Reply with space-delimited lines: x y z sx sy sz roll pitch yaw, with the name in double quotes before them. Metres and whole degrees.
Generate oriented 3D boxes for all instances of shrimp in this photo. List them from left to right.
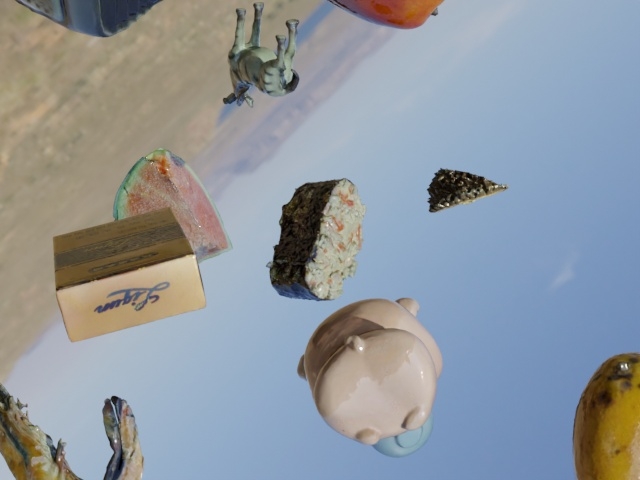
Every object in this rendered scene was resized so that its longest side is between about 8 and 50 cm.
"shrimp" -0.282 0.209 1.320 0.152 0.219 0.046 -42 165 4

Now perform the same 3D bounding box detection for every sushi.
"sushi" 0.000 0.000 1.428 0.078 0.090 0.150 -1 -121 37

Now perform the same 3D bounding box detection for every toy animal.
"toy animal" -0.091 -0.261 1.845 0.074 0.175 0.217 -14 -150 -27
"toy animal" 0.069 0.189 1.737 0.210 0.229 0.221 -26 158 4

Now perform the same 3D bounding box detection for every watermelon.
"watermelon" -0.256 -0.039 1.938 0.146 0.231 0.128 -24 -156 13

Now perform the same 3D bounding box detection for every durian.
"durian" 0.168 -0.053 1.460 0.130 0.066 0.052 -14 -128 55

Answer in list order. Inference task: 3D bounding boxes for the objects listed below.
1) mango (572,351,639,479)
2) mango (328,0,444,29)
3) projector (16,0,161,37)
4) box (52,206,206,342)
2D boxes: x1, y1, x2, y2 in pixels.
"mango" 0.245 0.176 0.952 0.090 0.178 0.115 7 -173 38
"mango" 0.029 -0.365 1.482 0.129 0.289 0.146 -30 149 -55
"projector" -0.184 -0.412 0.898 0.395 0.405 0.242 -46 165 -28
"box" -0.222 0.033 1.387 0.152 0.070 0.237 -14 -165 -9
